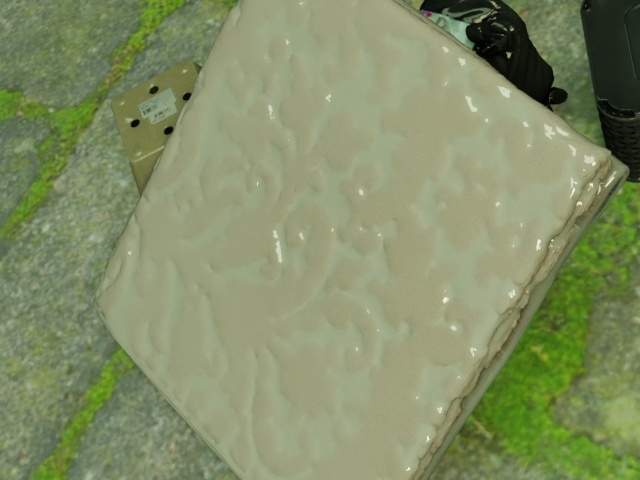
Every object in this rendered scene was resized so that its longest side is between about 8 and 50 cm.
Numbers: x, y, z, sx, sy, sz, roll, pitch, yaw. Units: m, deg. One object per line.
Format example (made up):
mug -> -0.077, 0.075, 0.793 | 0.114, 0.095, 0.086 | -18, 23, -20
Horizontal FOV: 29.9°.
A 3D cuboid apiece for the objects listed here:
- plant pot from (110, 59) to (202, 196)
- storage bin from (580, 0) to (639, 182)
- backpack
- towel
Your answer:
plant pot -> -0.108, -0.077, 0.956 | 0.109, 0.096, 0.109 | -27, 55, 5
storage bin -> 0.283, -0.126, 0.840 | 0.180, 0.084, 0.122 | -10, 57, 15
backpack -> 0.079, -0.081, 0.870 | 0.115, 0.152, 0.182 | 33, 89, 39
towel -> 0.000, 0.000, 0.801 | 0.317, 0.053, 0.332 | 42, 112, 32
